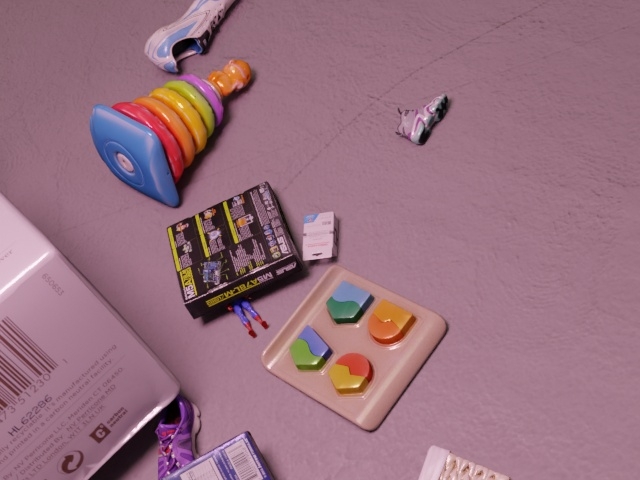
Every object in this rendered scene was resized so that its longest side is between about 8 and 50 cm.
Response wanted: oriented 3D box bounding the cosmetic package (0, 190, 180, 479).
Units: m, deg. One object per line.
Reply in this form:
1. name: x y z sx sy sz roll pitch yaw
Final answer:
1. cosmetic package: -0.472 0.137 1.355 0.329 0.327 0.393 -44 44 -11

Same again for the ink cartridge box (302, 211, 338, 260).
1. ink cartridge box: 0.000 0.000 1.501 0.048 0.028 0.083 -8 54 15

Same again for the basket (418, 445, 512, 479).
1. basket: 0.158 0.345 1.152 0.103 0.113 0.167 12 62 24

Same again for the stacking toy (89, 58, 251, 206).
1. stacking toy: -0.227 -0.219 1.676 0.165 0.175 0.302 28 58 30

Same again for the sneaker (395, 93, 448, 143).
1. sneaker: 0.155 -0.204 1.580 0.069 0.038 0.098 25 68 31

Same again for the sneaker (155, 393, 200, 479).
1. sneaker: -0.204 0.287 1.351 0.068 0.071 0.170 -17 54 9

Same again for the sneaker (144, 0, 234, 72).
1. sneaker: -0.224 -0.401 1.838 0.086 0.085 0.237 39 71 9

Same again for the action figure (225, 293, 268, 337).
1. action figure: -0.122 0.096 1.482 0.038 0.030 0.115 -39 50 -5

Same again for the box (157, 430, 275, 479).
1. box: -0.161 0.360 1.274 0.225 0.036 0.136 -29 77 -2

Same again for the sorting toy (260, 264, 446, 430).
1. sorting toy: 0.042 0.141 1.382 0.208 0.038 0.193 27 69 32

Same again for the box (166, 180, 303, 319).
1. box: -0.136 0.011 1.518 0.184 0.045 0.191 -27 42 3
